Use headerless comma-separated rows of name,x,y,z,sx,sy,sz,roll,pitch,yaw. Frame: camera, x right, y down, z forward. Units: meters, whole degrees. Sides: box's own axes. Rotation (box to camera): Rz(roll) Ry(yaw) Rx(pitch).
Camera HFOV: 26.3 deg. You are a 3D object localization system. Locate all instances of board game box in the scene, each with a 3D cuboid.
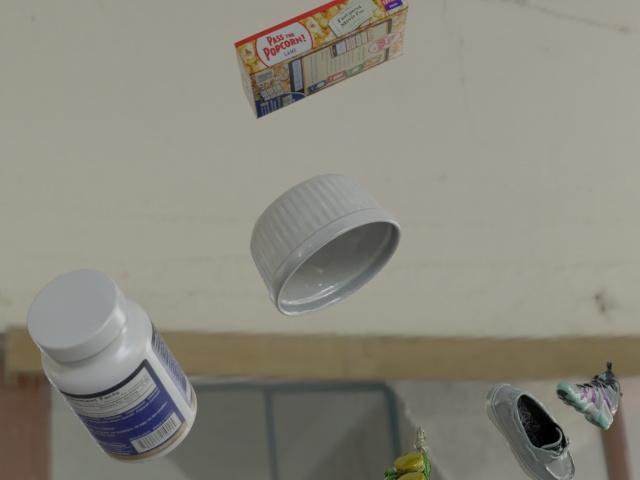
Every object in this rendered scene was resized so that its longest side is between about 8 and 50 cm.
board game box,0.003,-0.217,1.565,0.194,0.045,0.147,-24,-13,-6

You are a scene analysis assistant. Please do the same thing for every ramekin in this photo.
ramekin,0.000,0.000,1.914,0.207,0.109,0.207,-28,-25,-14

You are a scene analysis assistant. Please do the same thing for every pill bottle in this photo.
pill bottle,-0.274,0.166,1.806,0.153,0.153,0.264,-10,-42,12

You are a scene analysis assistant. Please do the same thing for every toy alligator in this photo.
toy alligator,0.080,0.231,1.297,0.051,0.056,0.189,-17,17,6

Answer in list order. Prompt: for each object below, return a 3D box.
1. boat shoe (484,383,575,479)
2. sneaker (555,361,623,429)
boat shoe,0.345,0.314,2.157,0.227,0.079,0.081,50,-24,-25
sneaker,0.309,0.165,1.555,0.038,0.069,0.098,22,-13,49
